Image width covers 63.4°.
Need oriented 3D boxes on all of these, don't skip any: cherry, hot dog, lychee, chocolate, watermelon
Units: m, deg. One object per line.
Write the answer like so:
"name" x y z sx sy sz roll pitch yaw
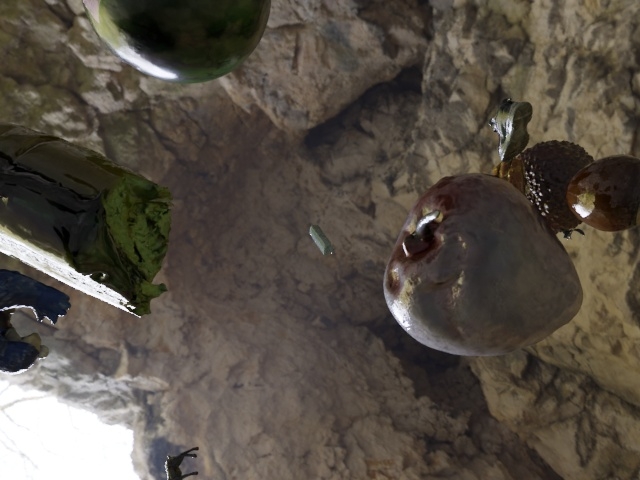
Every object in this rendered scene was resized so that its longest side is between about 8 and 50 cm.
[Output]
"cherry" 0.273 0.060 0.915 0.326 0.335 0.291 -41 -176 -26
"hot dog" 0.510 -0.103 1.410 0.115 0.072 0.269 -24 -127 56
"lychee" 0.687 -0.155 1.533 0.303 0.276 0.276 -12 -141 -12
"chocolate" 0.610 -0.105 1.105 0.176 0.177 0.177 -24 -136 25
"watermelon" -0.262 -0.472 0.995 0.363 0.363 0.364 -24 -136 25

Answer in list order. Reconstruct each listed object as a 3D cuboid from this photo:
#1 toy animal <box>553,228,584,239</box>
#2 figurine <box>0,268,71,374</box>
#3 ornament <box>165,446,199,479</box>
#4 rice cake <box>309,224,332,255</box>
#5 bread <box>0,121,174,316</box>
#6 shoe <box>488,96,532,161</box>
"toy animal" 0.659 -0.017 1.371 0.084 0.050 0.028 2 -92 41
"figurine" -0.426 0.079 0.576 0.164 0.262 0.121 -32 -147 37
"ornament" -0.277 0.427 0.937 0.125 0.028 0.074 -23 -129 1
"rice cake" 0.000 0.000 1.513 0.180 0.030 0.042 -124 -143 -65
"bread" -0.424 -0.048 0.852 0.376 0.251 0.208 19 -120 11
"shoe" 0.451 -0.277 1.262 0.071 0.169 0.099 -24 -132 -17
